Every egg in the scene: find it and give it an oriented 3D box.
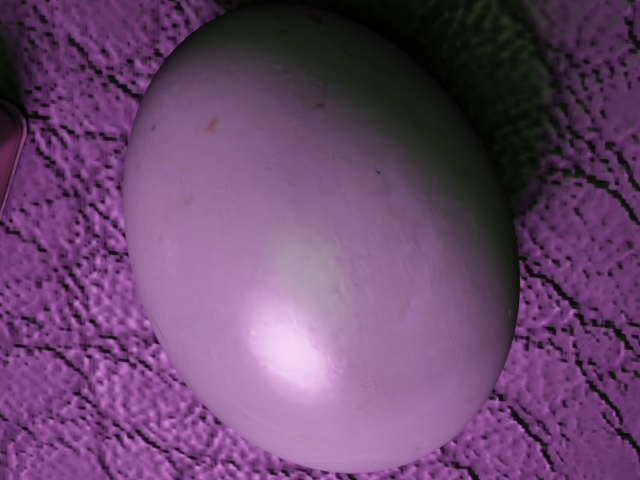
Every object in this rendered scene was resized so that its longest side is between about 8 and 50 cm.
[{"bbox_3d":[0.000,0.000,0.498,0.149,0.149,0.192,-22,98,17],"label":"egg"}]

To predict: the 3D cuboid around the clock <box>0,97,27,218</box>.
[{"bbox_3d":[-0.249,-0.024,0.573,0.192,0.071,0.147,22,112,1],"label":"clock"}]
